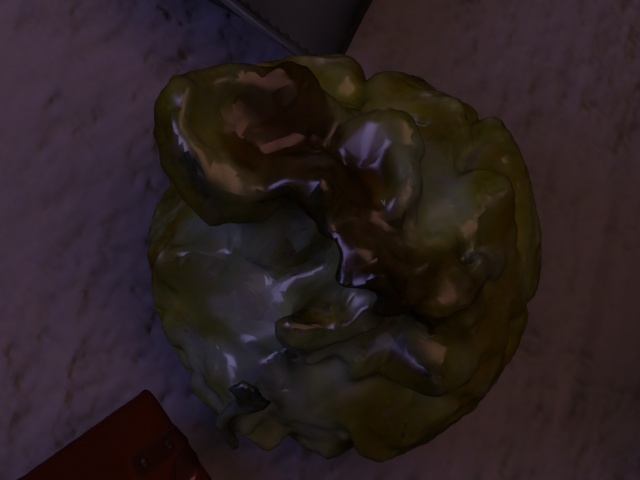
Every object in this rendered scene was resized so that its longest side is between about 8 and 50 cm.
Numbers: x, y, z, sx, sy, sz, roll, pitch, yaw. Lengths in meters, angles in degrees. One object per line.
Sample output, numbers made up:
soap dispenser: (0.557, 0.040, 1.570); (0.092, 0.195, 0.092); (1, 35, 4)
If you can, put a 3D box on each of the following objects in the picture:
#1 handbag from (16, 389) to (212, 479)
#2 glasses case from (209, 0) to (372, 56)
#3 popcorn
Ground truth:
handbag: (-0.089, 0.150, 0.659); (0.127, 0.063, 0.190); (55, 23, 1)
glasses case: (0.019, -0.217, 0.846); (0.128, 0.083, 0.308); (41, 64, -14)
popcorn: (0.000, 0.000, 0.713); (0.198, 0.212, 0.198); (-8, 61, 14)
